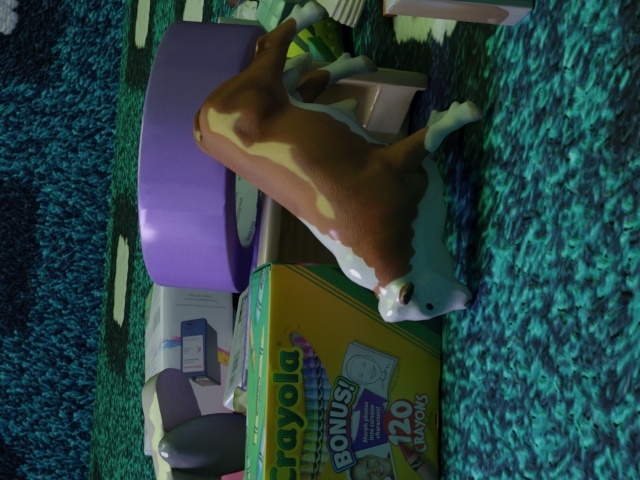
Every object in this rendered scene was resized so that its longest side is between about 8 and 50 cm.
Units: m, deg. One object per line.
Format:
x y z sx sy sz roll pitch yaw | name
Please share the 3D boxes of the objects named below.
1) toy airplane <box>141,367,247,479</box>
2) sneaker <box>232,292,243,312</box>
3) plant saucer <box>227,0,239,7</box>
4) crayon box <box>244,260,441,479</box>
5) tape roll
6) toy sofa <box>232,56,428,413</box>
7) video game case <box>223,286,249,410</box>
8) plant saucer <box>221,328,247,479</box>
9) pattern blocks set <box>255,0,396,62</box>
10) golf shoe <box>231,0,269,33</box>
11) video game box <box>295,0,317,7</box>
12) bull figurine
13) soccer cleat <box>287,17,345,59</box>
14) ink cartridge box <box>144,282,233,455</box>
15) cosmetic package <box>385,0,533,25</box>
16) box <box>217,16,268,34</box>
-0.077 0.354 1.504 0.384 0.272 0.386 -91 -23 -66 | toy airplane
-0.073 0.020 1.954 0.237 0.085 0.086 110 -179 -52 | sneaker
-0.101 -0.409 2.138 0.168 0.029 0.168 -60 14 26 | plant saucer
0.019 0.164 1.390 0.081 0.165 0.279 155 118 -73 | crayon box
-0.112 -0.086 1.565 0.275 0.090 0.275 4 -90 -84 | tape roll
0.000 0.000 1.532 0.177 0.150 0.363 -167 81 -74 | toy sofa
-0.047 0.072 1.739 0.183 0.023 0.201 -51 19 31 | video game case
-0.074 0.236 1.873 0.332 0.084 0.332 -176 90 -76 | plant saucer
0.020 -0.332 1.576 0.285 0.026 0.325 41 125 46 | pattern blocks set
-0.087 -0.291 2.088 0.176 0.069 0.086 -104 29 -45 | golf shoe
0.015 -0.377 1.675 0.187 0.048 0.205 -30 56 54 | video game box
0.031 -0.068 1.344 0.188 0.310 0.101 -51 -17 -8 | bull figurine
0.003 -0.192 1.739 0.121 0.093 0.289 -15 64 42 | soccer cleat
-0.168 0.152 1.905 0.154 0.093 0.213 126 147 -64 | ink cartridge box
0.111 -0.212 1.235 0.041 0.115 0.060 138 134 -69 | cosmetic package
-0.127 -0.159 2.010 0.324 0.067 0.063 108 161 -51 | box
